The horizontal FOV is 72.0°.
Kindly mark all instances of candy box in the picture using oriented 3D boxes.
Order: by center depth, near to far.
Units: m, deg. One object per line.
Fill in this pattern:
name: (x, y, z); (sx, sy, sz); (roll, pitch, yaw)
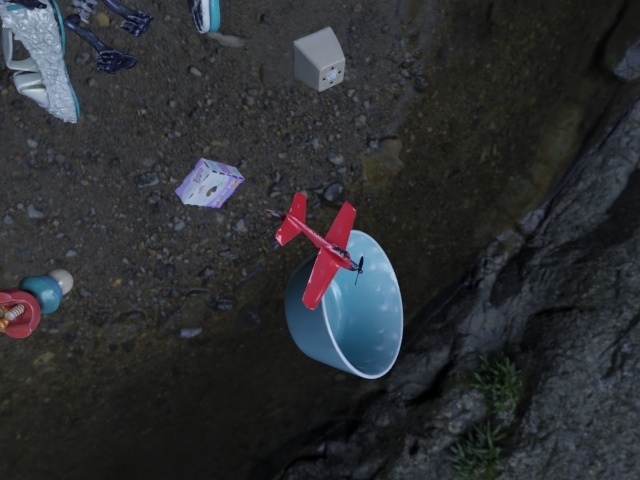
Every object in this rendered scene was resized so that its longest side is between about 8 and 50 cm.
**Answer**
candy box: (-0.397, -0.202, 1.594); (0.165, 0.070, 0.196); (-44, 162, 18)

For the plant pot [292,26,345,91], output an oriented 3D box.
plant pot: (0.003, -0.436, 1.089); (0.109, 0.096, 0.109); (-29, 160, -16)

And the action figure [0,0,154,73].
action figure: (-0.384, -0.386, 0.647); (0.275, 0.141, 0.164); (41, 96, -1)

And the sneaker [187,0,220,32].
sneaker: (-0.149, -0.462, 0.681); (0.110, 0.107, 0.275); (6, 98, -28)

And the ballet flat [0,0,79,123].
ballet flat: (-0.703, -0.436, 1.095); (0.147, 0.147, 0.409); (-3, 158, -23)

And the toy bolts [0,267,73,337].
toy bolts: (-0.640, 0.094, 0.904); (0.228, 0.158, 0.218); (-5, 113, 15)

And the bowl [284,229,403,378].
bowl: (0.038, 0.146, 0.971); (0.163, 0.311, 0.311); (-16, 139, 35)

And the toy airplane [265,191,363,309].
toy airplane: (0.000, 0.000, 0.530); (0.151, 0.028, 0.151); (6, 79, -34)
